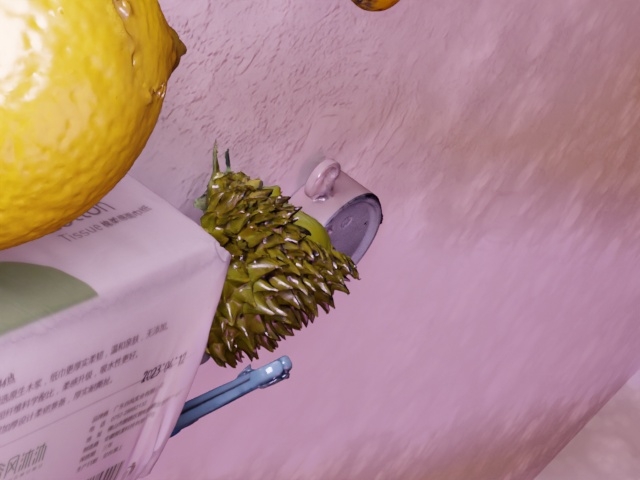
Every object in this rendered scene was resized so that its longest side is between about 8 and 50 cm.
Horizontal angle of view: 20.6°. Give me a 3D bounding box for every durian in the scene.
[{"bbox_3d":[-0.066,0.018,1.662,0.158,0.169,0.352,-37,176,5],"label":"durian"}]

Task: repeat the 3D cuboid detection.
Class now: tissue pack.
[{"bbox_3d":[-0.262,0.107,1.401,0.356,0.194,0.266,-22,140,-55],"label":"tissue pack"}]

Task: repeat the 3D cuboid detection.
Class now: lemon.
[{"bbox_3d":[-0.220,-0.104,1.123,0.253,0.228,0.228,-43,157,-14],"label":"lemon"}]

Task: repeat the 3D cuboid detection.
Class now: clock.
[{"bbox_3d":[0.000,0.000,1.955,0.156,0.063,0.229,-39,153,-34],"label":"clock"}]

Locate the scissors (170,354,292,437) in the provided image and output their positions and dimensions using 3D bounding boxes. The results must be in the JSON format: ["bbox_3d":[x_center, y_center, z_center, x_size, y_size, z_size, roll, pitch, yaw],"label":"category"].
[{"bbox_3d":[-0.162,0.181,1.700,0.393,0.032,0.180,-30,175,43],"label":"scissors"}]

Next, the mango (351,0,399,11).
[{"bbox_3d":[0.065,-0.272,1.677,0.114,0.057,0.079,-60,148,4],"label":"mango"}]

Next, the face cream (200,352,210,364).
[{"bbox_3d":[-0.164,0.083,1.655,0.104,0.117,0.117,-23,155,-2],"label":"face cream"}]
